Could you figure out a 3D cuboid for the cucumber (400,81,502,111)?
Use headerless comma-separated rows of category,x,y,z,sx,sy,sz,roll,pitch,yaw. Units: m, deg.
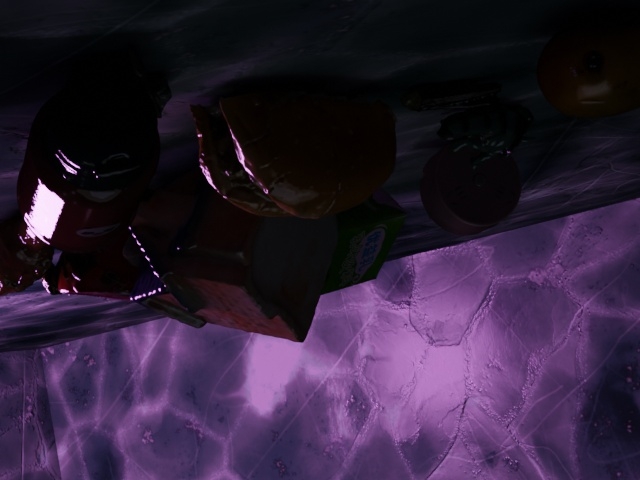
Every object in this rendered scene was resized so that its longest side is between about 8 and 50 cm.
cucumber,0.168,-0.185,1.625,0.134,0.033,0.034,-8,-150,-22

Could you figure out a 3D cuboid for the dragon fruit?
dragon fruit,-0.297,0.025,2.019,0.282,0.147,0.211,3,174,-4

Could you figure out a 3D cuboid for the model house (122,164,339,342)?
model house,-0.162,-0.010,1.815,0.280,0.245,0.312,10,159,22

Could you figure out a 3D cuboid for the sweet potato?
sweet potato,-0.449,0.007,1.921,0.109,0.109,0.385,-6,166,-35

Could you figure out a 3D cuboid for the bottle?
bottle,-0.243,-0.084,1.355,0.144,0.144,0.336,-9,171,-18

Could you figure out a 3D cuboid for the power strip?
power strip,0.241,-0.086,2.018,0.154,0.154,0.078,-9,169,-19

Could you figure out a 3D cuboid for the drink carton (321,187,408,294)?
drink carton,0.000,0.000,2.093,0.271,0.108,0.161,-14,140,-43

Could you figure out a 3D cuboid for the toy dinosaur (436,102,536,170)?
toy dinosaur,0.213,-0.151,1.791,0.120,0.079,0.292,-24,169,39

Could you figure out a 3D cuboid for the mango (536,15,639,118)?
mango,0.334,-0.200,1.462,0.138,0.113,0.253,-22,175,37

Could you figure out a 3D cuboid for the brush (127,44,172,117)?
brush,-0.171,-0.162,1.294,0.027,0.034,0.190,-20,173,-3

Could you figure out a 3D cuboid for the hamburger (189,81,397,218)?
hamburger,-0.012,-0.102,1.512,0.283,0.157,0.144,-2,168,-40
